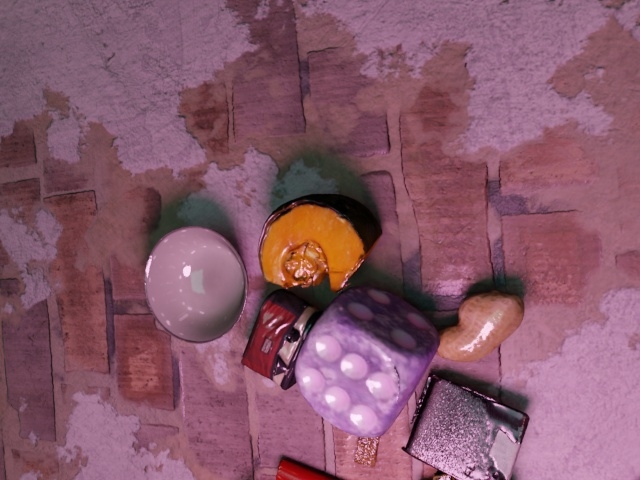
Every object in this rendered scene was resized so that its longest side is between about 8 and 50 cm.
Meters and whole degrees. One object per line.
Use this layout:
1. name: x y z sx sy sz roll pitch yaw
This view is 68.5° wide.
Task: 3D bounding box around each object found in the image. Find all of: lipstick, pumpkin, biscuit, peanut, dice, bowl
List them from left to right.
1. bowl: -0.335 0.123 1.391 0.338 0.157 0.336 1 92 18
2. pumpkin: 0.000 0.000 1.249 0.304 0.225 0.256 10 97 16
3. lipstick: 0.005 0.712 1.352 0.280 0.073 0.073 13 96 17
4. dice: 0.118 0.293 1.173 0.270 0.271 0.270 31 115 20
5. biscuit: 0.143 0.539 1.322 0.064 0.034 0.198 14 95 17
6. peanut: 0.399 0.220 1.193 0.137 0.122 0.253 45 108 23

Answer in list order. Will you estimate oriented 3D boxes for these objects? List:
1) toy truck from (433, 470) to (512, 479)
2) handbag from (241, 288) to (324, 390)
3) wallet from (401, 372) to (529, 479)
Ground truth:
1. toy truck: 0.367 0.645 1.218 0.257 0.127 0.127 -23 70 17
2. handbag: -0.095 0.278 1.313 0.182 0.181 0.254 25 102 17
3. wallet: 0.361 0.487 1.185 0.263 0.071 0.220 19 77 26
